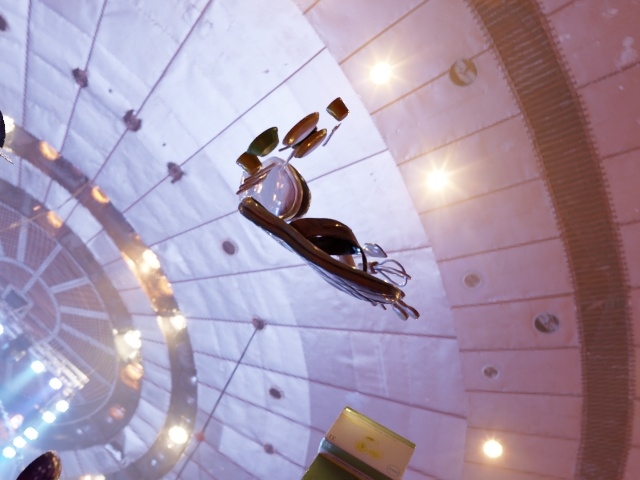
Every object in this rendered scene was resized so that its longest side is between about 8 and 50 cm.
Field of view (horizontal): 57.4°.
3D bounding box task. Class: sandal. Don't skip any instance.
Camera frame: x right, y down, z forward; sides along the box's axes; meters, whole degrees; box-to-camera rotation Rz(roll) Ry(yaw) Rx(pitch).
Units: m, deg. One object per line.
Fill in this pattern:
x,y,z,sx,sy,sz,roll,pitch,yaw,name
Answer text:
-0.001,-0.001,0.903,0.303,0.120,0.086,35,-98,21,sandal

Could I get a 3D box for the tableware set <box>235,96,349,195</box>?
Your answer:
-0.028,-0.108,0.605,0.024,0.154,0.104,50,-37,6,tableware set

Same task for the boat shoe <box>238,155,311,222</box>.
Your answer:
-0.070,-0.093,1.106,0.099,0.319,0.116,12,-85,-24,boat shoe

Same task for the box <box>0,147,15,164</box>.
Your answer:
-0.410,-0.128,0.596,0.179,0.043,0.105,25,-17,13,box

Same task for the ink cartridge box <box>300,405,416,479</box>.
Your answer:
0.072,0.446,1.147,0.171,0.235,0.056,26,-63,16,ink cartridge box

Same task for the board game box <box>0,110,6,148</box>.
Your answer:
-0.621,-0.175,1.015,0.169,0.033,0.133,-20,-100,-2,board game box

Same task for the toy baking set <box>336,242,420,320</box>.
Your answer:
0.101,0.058,1.084,0.197,0.030,0.256,28,-24,39,toy baking set

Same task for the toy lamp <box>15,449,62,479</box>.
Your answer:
-0.280,0.388,0.768,0.275,0.080,0.080,35,-60,14,toy lamp
